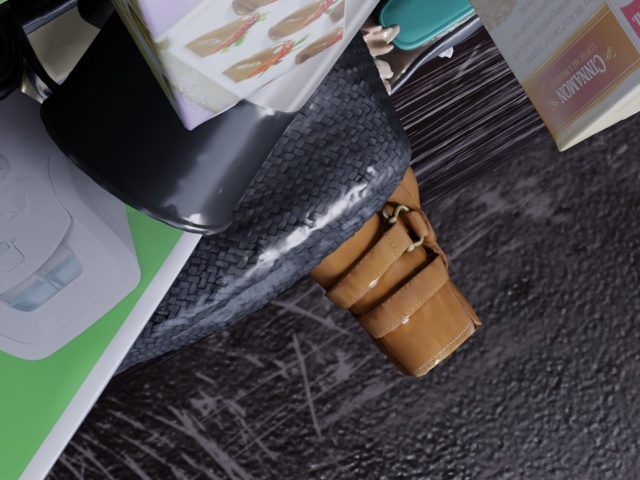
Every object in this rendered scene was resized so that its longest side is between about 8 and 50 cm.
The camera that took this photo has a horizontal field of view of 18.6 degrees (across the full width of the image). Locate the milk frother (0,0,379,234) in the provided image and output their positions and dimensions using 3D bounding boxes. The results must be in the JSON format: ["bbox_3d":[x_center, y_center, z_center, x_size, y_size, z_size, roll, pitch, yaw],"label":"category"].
[{"bbox_3d":[-0.063,-0.094,0.696,0.134,0.129,0.143,-55,151,17],"label":"milk frother"}]

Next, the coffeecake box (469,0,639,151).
[{"bbox_3d":[0.079,-0.140,0.632,0.068,0.185,0.142,-29,174,-20],"label":"coffeecake box"}]

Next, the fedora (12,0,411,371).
[{"bbox_3d":[-0.078,-0.031,0.948,0.334,0.152,0.334,-30,175,-3],"label":"fedora"}]

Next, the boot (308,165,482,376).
[{"bbox_3d":[0.000,0.000,1.276,0.109,0.220,0.283,-32,174,18],"label":"boot"}]

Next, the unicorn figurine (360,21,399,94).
[{"bbox_3d":[-0.029,-0.068,1.124,0.162,0.111,0.060,-64,-168,-3],"label":"unicorn figurine"}]

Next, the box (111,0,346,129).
[{"bbox_3d":[-0.033,-0.096,0.486,0.063,0.067,0.324,-31,175,-4],"label":"box"}]

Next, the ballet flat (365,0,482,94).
[{"bbox_3d":[0.030,-0.117,1.195,0.203,0.074,0.074,-32,175,-8],"label":"ballet flat"}]

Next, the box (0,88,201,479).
[{"bbox_3d":[-0.181,0.095,0.702,0.231,0.127,0.262,-53,-176,34],"label":"box"}]

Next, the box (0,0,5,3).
[{"bbox_3d":[-0.102,-0.124,0.474,0.232,0.058,0.322,-30,175,-15],"label":"box"}]
